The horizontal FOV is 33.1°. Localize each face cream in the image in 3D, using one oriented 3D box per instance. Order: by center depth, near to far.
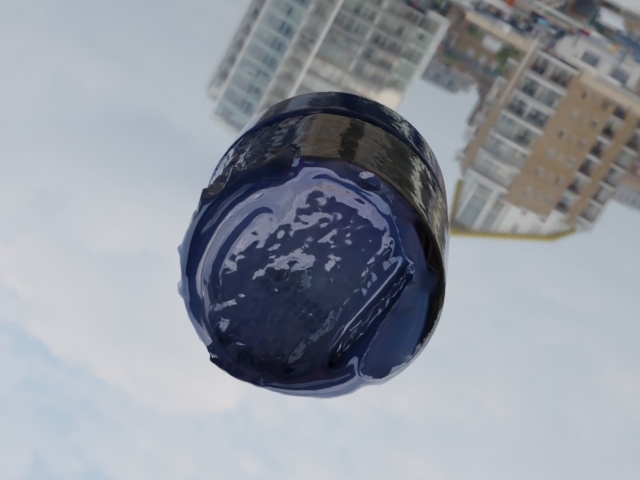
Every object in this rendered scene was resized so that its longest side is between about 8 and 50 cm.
[{"bbox_3d":[0.000,0.000,1.038,0.249,0.249,0.225,28,-159,-4],"label":"face cream"}]
